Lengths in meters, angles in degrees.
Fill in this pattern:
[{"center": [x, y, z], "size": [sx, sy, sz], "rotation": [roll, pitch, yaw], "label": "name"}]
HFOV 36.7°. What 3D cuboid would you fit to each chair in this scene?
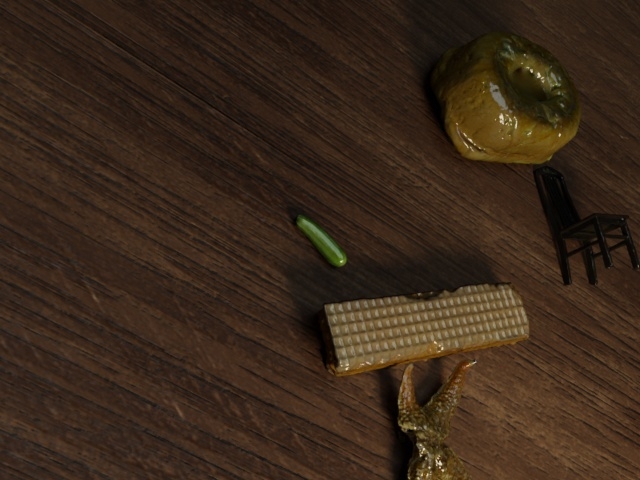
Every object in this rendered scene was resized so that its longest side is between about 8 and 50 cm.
[{"center": [0.428, -0.041, 1.564], "size": [0.084, 0.101, 0.212], "rotation": [3, 68, -37], "label": "chair"}]

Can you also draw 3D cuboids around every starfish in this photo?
[{"center": [0.156, 0.275, 1.239], "size": [0.138, 0.050, 0.247], "rotation": [7, 72, -36], "label": "starfish"}]

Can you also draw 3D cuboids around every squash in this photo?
[{"center": [0.001, -0.001, 1.263], "size": [0.089, 0.027, 0.027], "rotation": [48, 48, -4], "label": "squash"}]

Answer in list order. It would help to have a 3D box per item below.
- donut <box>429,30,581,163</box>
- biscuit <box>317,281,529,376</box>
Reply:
[{"center": [0.295, -0.228, 1.534], "size": [0.261, 0.128, 0.208], "rotation": [-2, 70, -40], "label": "donut"}, {"center": [0.146, 0.115, 1.300], "size": [0.379, 0.054, 0.094], "rotation": [-5, 73, -40], "label": "biscuit"}]
